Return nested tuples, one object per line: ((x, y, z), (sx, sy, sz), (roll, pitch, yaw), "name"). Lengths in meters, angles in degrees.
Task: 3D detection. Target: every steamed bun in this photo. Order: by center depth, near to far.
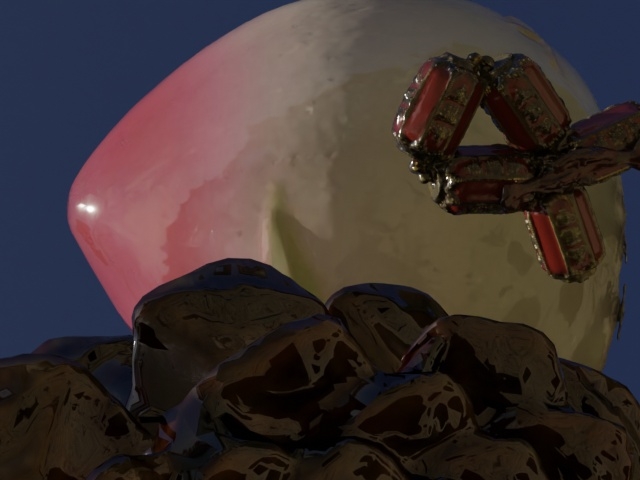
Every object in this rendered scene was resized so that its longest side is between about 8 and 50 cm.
((0.000, 0.000, 1.112), (0.309, 0.309, 0.309), (-4, -78, -19), "steamed bun")

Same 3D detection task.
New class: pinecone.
((-0.025, 0.142, 0.602), (0.298, 0.296, 0.242), (-4, -113, -25), "pinecone")

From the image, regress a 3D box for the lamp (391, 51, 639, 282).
((0.062, -0.029, 0.601), (0.083, 0.031, 0.063), (28, -87, -16), "lamp")
